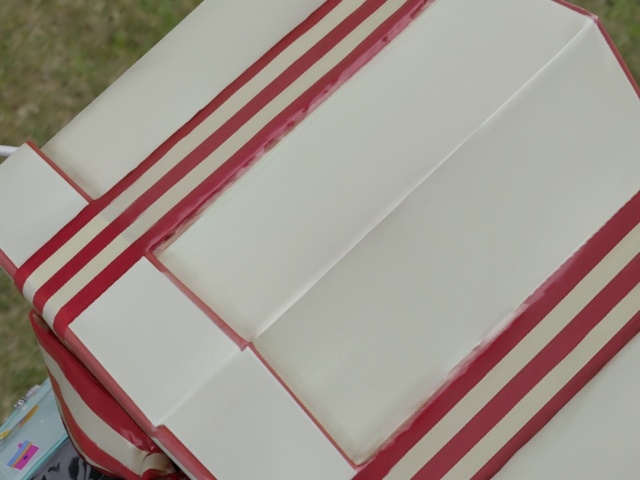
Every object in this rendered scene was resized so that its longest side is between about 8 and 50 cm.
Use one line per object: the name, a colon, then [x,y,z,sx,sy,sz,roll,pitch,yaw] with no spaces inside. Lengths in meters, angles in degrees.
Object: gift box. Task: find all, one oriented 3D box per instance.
gift box: [0.025,0.049,0.755,0.258,0.255,0.276,-42,121,-7]

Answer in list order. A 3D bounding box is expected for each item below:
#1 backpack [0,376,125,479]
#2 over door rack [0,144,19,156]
backpack: [-0.134,0.172,0.971,0.188,0.144,0.166,-48,116,-19]
over door rack: [-0.107,-0.151,1.026,0.324,0.108,0.239,5,82,3]
